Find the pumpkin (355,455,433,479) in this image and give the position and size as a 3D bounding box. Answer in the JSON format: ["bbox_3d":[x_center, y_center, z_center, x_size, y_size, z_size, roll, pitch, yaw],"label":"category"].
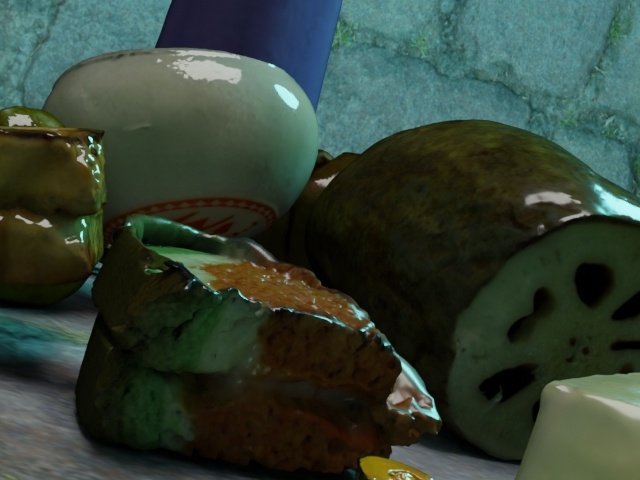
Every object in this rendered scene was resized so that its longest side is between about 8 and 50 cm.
[{"bbox_3d":[0.048,0.141,0.776,0.050,0.028,0.083,10,16,-45],"label":"pumpkin"}]

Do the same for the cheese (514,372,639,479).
[{"bbox_3d":[0.242,0.155,0.729,0.265,0.124,0.242,20,9,24],"label":"cheese"}]

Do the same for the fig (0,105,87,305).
[{"bbox_3d":[-0.236,-0.016,1.144,0.144,0.154,0.165,0,-41,46],"label":"fig"}]

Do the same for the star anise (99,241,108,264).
[{"bbox_3d":[-0.230,-0.048,1.429,0.212,0.111,0.196,27,15,-15],"label":"star anise"}]

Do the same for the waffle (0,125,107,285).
[{"bbox_3d":[-0.297,-0.033,0.953,0.328,0.098,0.224,2,3,-7],"label":"waffle"}]

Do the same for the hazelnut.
[{"bbox_3d":[0.001,-0.003,1.505,0.212,0.181,0.181,8,21,19],"label":"hazelnut"}]

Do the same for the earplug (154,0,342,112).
[{"bbox_3d":[-0.089,-0.187,1.678,0.215,0.456,0.215,17,7,-2],"label":"earplug"}]

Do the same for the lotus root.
[{"bbox_3d":[0.125,0.023,1.221,0.250,0.250,0.346,15,8,-26],"label":"lotus root"}]

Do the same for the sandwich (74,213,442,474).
[{"bbox_3d":[-0.049,0.066,0.904,0.212,0.109,0.292,22,4,-22],"label":"sandwich"}]

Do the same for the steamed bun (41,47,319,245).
[{"bbox_3d":[-0.116,-0.060,1.258,0.232,0.145,0.232,-1,-13,0],"label":"steamed bun"}]
